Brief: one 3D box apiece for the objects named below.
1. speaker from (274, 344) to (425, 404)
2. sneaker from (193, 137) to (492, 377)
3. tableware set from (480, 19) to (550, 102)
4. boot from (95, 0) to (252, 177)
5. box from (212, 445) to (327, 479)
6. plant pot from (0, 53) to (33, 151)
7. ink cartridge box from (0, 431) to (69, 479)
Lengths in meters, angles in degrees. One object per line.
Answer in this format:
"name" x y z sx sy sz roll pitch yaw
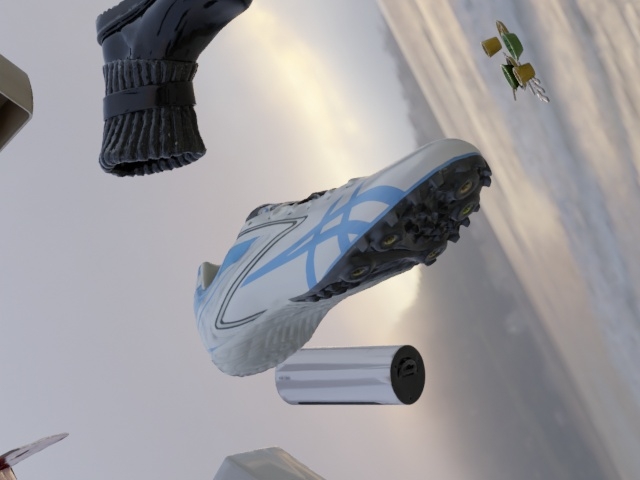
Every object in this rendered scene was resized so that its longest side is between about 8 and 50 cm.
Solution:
"speaker" 0.027 0.122 1.268 0.055 0.136 0.055 8 -101 -51
"sneaker" 0.000 0.000 0.798 0.085 0.237 0.086 -6 -113 -44
"tableware set" 0.218 -0.209 1.626 0.104 0.024 0.154 61 -178 -17
"boot" -0.205 -0.253 2.071 0.131 0.348 0.260 12 -115 -41
"box" -0.079 0.450 1.661 0.215 0.345 0.168 32 -172 19
"plant pot" -0.397 -0.167 1.625 0.109 0.109 0.096 38 -151 -20
"ink cartridge box" -0.334 0.298 1.259 0.130 0.272 0.309 59 177 3
